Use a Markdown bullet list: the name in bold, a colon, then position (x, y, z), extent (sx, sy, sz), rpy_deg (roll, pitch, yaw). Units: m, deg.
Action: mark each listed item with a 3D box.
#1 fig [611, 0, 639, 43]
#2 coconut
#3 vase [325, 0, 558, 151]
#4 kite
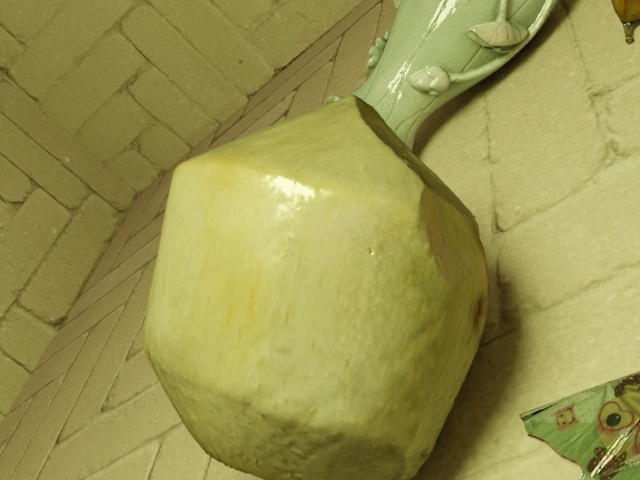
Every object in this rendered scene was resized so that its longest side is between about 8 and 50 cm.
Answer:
- **fig**: position (0.433, -0.333, 1.037), extent (0.125, 0.089, 0.089), rpy_deg (-69, 20, 7)
- **coconut**: position (0.006, 0.043, 0.801), extent (0.415, 0.345, 0.415), rpy_deg (-22, 60, 45)
- **vase**: position (0.205, -0.332, 1.256), extent (0.445, 0.250, 0.250), rpy_deg (-50, 21, 3)
- **kite**: position (0.219, 0.188, 0.597), extent (0.250, 0.012, 0.229), rpy_deg (-50, 18, -6)
